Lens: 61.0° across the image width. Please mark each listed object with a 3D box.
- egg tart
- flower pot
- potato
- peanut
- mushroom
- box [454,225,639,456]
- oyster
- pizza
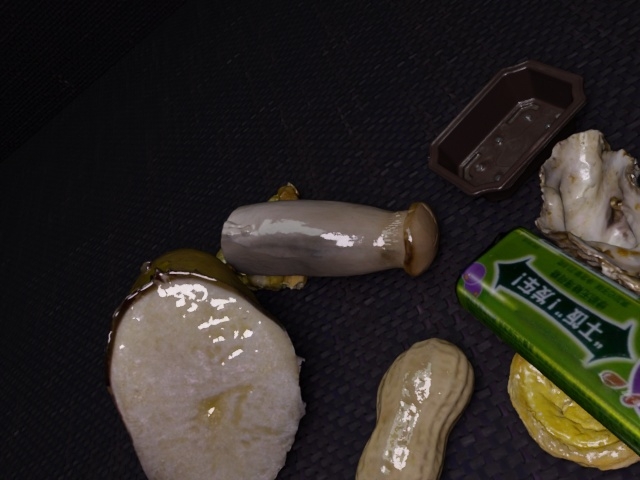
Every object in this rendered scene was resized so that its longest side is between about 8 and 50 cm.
[{"bbox_3d":[0.324,0.178,0.654,0.191,0.074,0.191,-21,49,26],"label":"egg tart"},{"bbox_3d":[0.312,-0.168,0.900,0.251,0.084,0.179,-47,44,3],"label":"flower pot"},{"bbox_3d":[-0.190,0.201,0.949,0.289,0.398,0.296,-28,8,-5],"label":"potato"},{"bbox_3d":[0.121,0.255,0.738,0.123,0.123,0.257,16,76,44],"label":"peanut"},{"bbox_3d":[-0.005,-0.006,0.932,0.406,0.154,0.138,-4,46,21],"label":"mushroom"},{"bbox_3d":[0.308,0.116,0.596,0.134,0.097,0.345,-39,42,-7],"label":"box"},{"bbox_3d":[0.383,-0.017,0.721,0.166,0.110,0.342,-26,43,5],"label":"oyster"},{"bbox_3d":[-0.145,0.035,1.121,0.287,0.075,0.280,-31,46,15],"label":"pizza"}]
